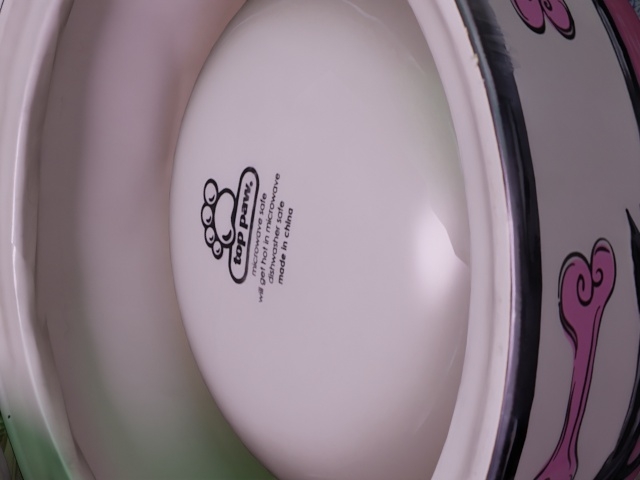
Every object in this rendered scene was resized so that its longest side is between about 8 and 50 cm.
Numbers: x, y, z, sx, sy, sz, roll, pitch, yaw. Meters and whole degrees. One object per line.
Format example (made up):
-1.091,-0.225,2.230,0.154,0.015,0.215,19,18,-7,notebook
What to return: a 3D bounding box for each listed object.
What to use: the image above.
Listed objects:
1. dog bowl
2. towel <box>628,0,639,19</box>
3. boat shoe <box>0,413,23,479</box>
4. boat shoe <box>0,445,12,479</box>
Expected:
0.000,0.000,0.881,0.408,0.150,0.408,8,100,51,dog bowl
0.088,-0.110,0.985,0.336,0.040,0.243,-27,47,49,towel
-0.183,0.122,1.158,0.056,0.048,0.153,-36,39,39,boat shoe
-0.204,0.191,0.837,0.187,0.156,0.500,-65,25,9,boat shoe
